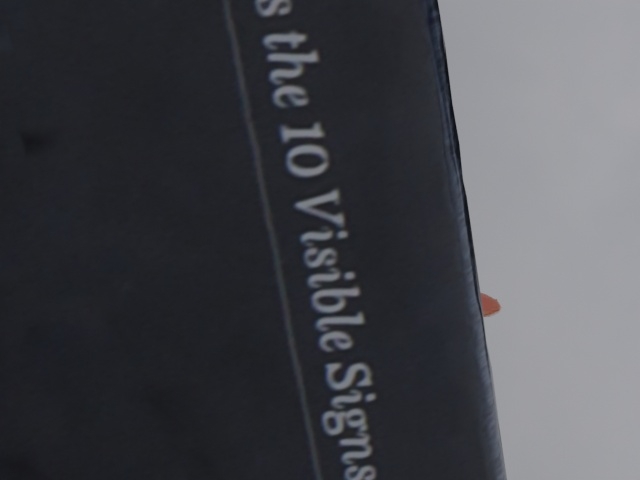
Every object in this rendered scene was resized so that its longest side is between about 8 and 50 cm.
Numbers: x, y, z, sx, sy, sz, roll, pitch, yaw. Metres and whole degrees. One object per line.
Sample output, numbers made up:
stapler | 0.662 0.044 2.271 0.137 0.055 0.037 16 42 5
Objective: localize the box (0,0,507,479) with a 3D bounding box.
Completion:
box | -0.205 0.075 0.558 0.297 0.472 0.480 -125 -157 -64

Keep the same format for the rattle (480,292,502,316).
rattle | 0.000 0.000 1.007 0.199 0.143 0.130 52 22 -53
